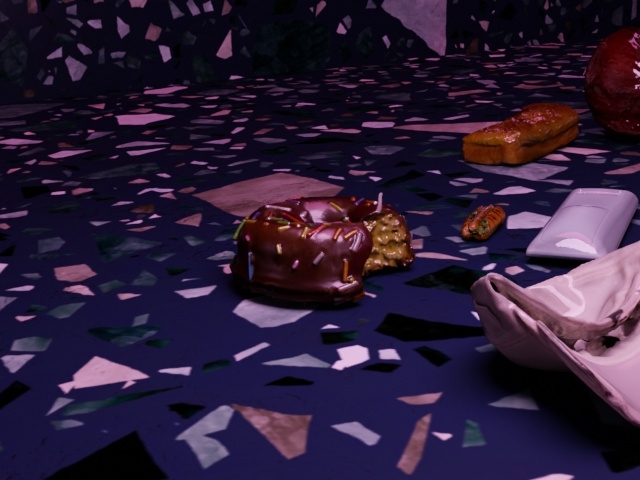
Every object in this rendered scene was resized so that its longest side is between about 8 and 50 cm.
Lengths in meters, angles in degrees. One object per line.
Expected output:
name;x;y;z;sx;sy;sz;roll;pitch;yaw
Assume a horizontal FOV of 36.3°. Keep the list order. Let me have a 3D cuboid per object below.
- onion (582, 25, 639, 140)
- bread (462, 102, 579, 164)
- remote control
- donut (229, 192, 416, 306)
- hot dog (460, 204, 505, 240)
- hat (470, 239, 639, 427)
onion;0.645;-0.296;1.909;0.281;0.221;0.281;24;10;-5
bread;0.379;-0.202;1.849;0.139;0.077;0.271;9;23;41
remote control;0.359;-0.028;1.319;0.103;0.051;0.293;5;17;24
donut;-0.001;0.001;1.199;0.216;0.096;0.230;12;23;39
hot dog;0.227;-0.028;1.364;0.049;0.037;0.122;1;15;22
hat;0.260;0.098;0.886;0.219;0.164;0.226;-10;57;-23
